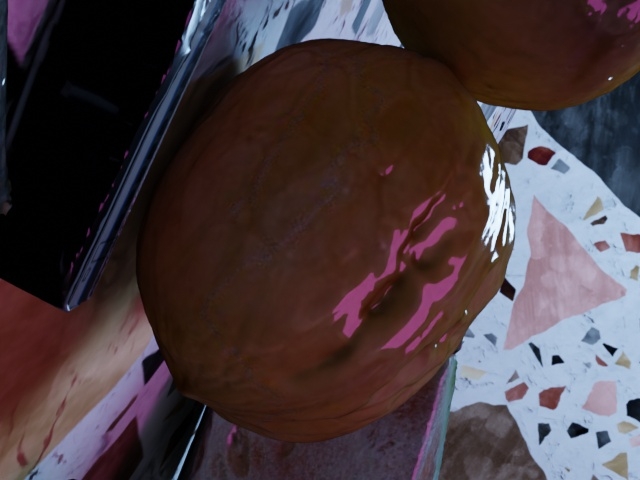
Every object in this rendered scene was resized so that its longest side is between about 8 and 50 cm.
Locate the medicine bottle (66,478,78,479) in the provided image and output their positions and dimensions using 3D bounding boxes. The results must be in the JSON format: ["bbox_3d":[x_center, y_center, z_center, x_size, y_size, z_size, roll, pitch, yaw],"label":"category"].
[{"bbox_3d":[-0.090,0.227,0.682,0.096,0.192,0.096,-43,-157,23],"label":"medicine bottle"}]

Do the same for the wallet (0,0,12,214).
[{"bbox_3d":[-0.116,-0.074,0.226,0.169,0.044,0.317,-50,164,-45],"label":"wallet"}]

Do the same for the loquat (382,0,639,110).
[{"bbox_3d":[0.117,-0.186,0.647,0.238,0.193,0.238,-160,-90,-87],"label":"loquat"}]

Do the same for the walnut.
[{"bbox_3d":[0.000,0.000,0.627,0.221,0.195,0.195,-51,168,-14],"label":"walnut"}]

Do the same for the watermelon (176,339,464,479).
[{"bbox_3d":[-0.023,0.220,0.915,0.258,0.229,0.387,-63,170,-57],"label":"watermelon"}]

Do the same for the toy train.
[{"bbox_3d":[-0.058,-0.096,0.427,0.251,0.055,0.048,-63,170,10],"label":"toy train"}]
